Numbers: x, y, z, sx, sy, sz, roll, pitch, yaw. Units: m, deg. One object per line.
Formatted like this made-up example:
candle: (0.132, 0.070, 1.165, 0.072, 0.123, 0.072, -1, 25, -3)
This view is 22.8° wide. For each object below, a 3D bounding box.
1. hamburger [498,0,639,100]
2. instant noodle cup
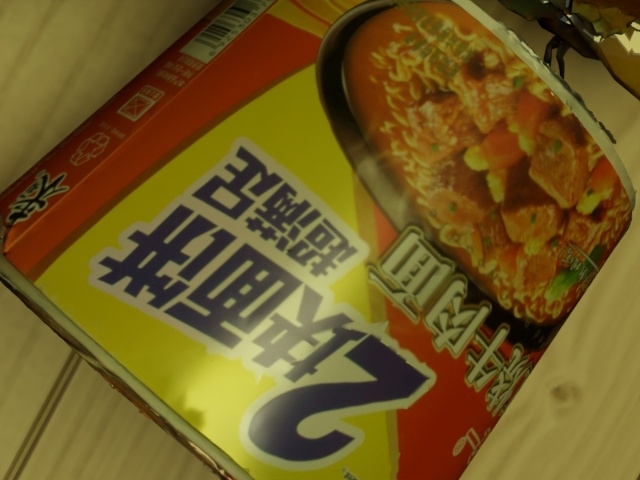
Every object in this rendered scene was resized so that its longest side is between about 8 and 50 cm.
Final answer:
hamburger: (0.130, -0.179, 0.585, 0.262, 0.138, 0.243, -39, 100, 4)
instant noodle cup: (0.000, 0.000, 0.575, 0.213, 0.213, 0.174, 43, 84, -13)
